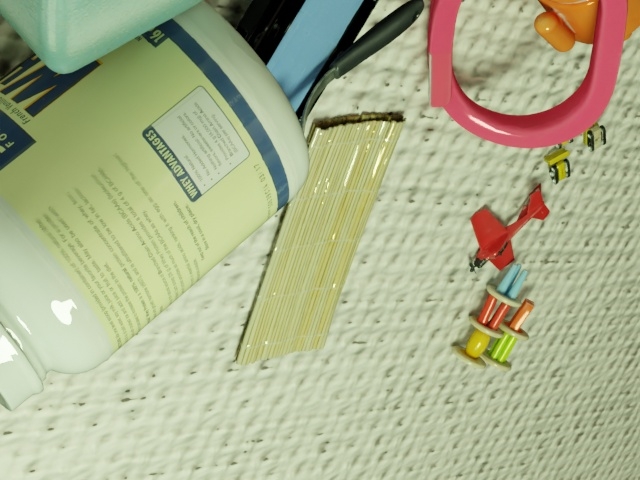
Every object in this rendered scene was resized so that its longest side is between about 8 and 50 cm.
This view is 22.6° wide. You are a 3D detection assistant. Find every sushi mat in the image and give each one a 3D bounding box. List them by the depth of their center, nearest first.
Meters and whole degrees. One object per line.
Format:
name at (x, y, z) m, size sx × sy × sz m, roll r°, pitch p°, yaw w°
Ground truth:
sushi mat at (0.000, 0.000, 1.802) m, size 0.151 × 0.019 × 0.316 m, roll -10°, pitch 129°, yaw -45°

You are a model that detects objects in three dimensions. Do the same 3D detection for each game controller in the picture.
game controller at (-0.020, -0.198, 1.546) m, size 0.166 × 0.067 × 0.319 m, roll 18°, pitch 108°, yaw -55°

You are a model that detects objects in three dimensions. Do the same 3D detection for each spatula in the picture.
spatula at (0.004, -0.147, 1.571) m, size 0.296 × 0.030 × 0.084 m, roll -47°, pitch 160°, yaw -22°

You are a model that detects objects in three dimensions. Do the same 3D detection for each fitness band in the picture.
fitness band at (0.220, -0.216, 1.721) m, size 0.209 × 0.054 × 0.291 m, roll 0°, pitch 135°, yaw 0°

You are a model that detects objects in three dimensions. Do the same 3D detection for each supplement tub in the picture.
supplement tub at (-0.196, -0.039, 1.328) m, size 0.325 × 0.235 × 0.235 m, roll -41°, pitch 146°, yaw -16°

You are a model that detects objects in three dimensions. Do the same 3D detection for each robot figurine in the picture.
robot figurine at (0.297, -0.301, 1.780) m, size 0.158 × 0.128 × 0.219 m, roll -30°, pitch 151°, yaw 15°

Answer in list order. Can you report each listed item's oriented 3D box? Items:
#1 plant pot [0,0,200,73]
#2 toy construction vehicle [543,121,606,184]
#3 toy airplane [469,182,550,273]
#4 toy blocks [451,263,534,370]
plant pot at (-0.168, -0.269, 1.152) m, size 0.247 × 0.248 × 0.252 m, roll -34°, pitch 161°, yaw -26°
toy construction vehicle at (0.323, -0.131, 2.064) m, size 0.086 × 0.035 × 0.098 m, roll -30°, pitch 140°, yaw -12°
toy airplane at (0.247, -0.012, 2.081) m, size 0.151 × 0.028 × 0.151 m, roll -30°, pitch 140°, yaw -29°
toy blocks at (0.253, 0.101, 2.175) m, size 0.123 × 0.054 × 0.148 m, roll 9°, pitch 113°, yaw -53°
